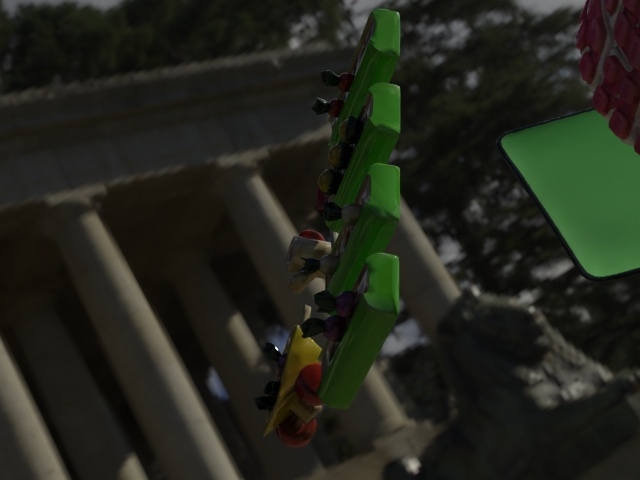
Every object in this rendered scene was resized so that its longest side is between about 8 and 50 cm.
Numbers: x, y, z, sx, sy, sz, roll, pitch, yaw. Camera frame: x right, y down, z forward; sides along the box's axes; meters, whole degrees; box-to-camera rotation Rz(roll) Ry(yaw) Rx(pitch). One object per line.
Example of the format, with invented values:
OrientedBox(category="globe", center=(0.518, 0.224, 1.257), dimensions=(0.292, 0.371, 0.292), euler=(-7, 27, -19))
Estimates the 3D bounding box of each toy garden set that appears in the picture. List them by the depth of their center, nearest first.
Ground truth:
OrientedBox(category="toy garden set", center=(0.000, 0.000, 0.923), dimensions=(0.049, 0.244, 0.204), euler=(11, -39, -10))

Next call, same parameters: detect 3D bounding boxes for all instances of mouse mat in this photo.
OrientedBox(category="mouse mat", center=(0.214, -0.043, 0.920), dimensions=(0.152, 0.190, 0.007), euler=(-15, -54, -4))

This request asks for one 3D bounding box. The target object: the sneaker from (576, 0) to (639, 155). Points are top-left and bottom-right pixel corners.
OrientedBox(category="sneaker", center=(0.251, -0.057, 0.680), dimensions=(0.112, 0.299, 0.121), euler=(3, -58, -52))
